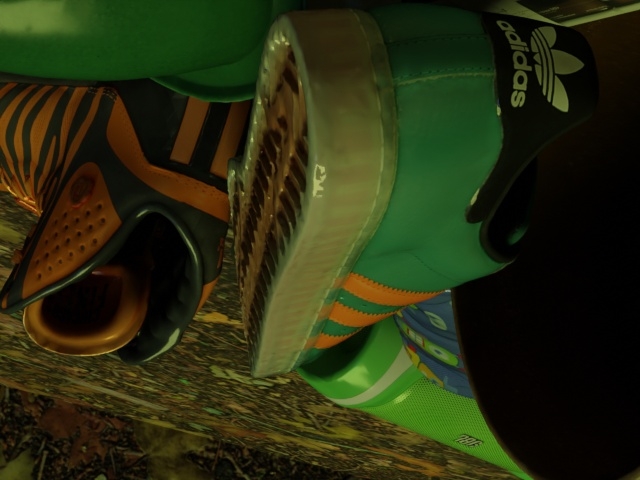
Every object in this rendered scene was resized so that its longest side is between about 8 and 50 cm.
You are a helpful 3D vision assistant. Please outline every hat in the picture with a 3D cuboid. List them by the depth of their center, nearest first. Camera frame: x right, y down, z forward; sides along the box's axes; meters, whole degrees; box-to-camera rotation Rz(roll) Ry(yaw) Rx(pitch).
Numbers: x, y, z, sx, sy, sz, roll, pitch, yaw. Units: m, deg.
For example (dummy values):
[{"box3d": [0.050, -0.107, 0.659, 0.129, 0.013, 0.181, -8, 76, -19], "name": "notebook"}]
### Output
[{"box3d": [-0.138, -0.081, 0.520, 0.208, 0.183, 0.173, 38, 149, 5], "name": "hat"}]

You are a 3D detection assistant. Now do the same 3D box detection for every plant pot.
[{"box3d": [0.207, 0.001, 0.603, 0.230, 0.215, 0.215, 4, 168, -21], "name": "plant pot"}]

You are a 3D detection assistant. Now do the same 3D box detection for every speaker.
[{"box3d": [0.118, 0.109, 1.134, 0.296, 0.131, 0.131, 26, 160, -36], "name": "speaker"}]

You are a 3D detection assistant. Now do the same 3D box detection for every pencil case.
[{"box3d": [0.086, 0.008, 0.829, 0.133, 0.119, 0.306, 29, 169, 19], "name": "pencil case"}]

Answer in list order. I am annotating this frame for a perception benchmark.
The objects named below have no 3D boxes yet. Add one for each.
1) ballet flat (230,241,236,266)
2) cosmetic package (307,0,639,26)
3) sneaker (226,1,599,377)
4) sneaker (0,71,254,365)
[{"box3d": [0.000, 0.000, 1.035, 0.049, 0.057, 0.173, -26, -164, -40], "name": "ballet flat"}, {"box3d": [0.037, -0.119, 0.552, 0.099, 0.060, 0.239, 27, 160, -34], "name": "cosmetic package"}, {"box3d": [0.028, -0.009, 0.602, 0.121, 0.108, 0.302, -5, 165, -11], "name": "sneaker"}, {"box3d": [-0.153, -0.022, 0.820, 0.124, 0.180, 0.321, 24, 161, -29], "name": "sneaker"}]
